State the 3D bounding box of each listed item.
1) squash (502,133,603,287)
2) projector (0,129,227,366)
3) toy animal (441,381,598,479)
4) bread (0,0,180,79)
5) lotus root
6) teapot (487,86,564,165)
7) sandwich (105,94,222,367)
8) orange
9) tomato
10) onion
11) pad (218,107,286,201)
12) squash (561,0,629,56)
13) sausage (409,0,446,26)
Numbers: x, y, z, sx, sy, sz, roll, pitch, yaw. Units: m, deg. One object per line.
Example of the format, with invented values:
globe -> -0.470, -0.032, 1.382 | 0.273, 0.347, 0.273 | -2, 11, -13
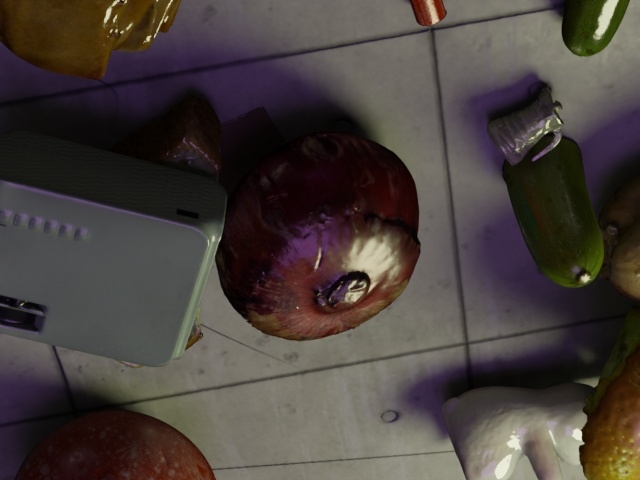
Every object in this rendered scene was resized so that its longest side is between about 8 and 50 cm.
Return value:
squash -> 0.261, -0.022, 1.957 | 0.095, 0.188, 0.095 | -4, 136, -4
projector -> -0.242, 0.010, 1.841 | 0.250, 0.108, 0.198 | 13, 124, -9
toy animal -> 0.298, 0.245, 2.246 | 0.282, 0.140, 0.138 | -6, 103, 3
bread -> -0.271, -0.306, 1.603 | 0.370, 0.192, 0.314 | 11, 131, -17
lotus root -> 0.446, -0.026, 1.999 | 0.284, 0.160, 0.146 | -17, 167, 10
teapot -> 0.233, -0.125, 1.945 | 0.083, 0.057, 0.067 | -37, 102, 15
sandwich -> -0.179, -0.001, 1.957 | 0.288, 0.100, 0.254 | -31, 119, 21
orange -> 0.436, 0.191, 2.105 | 0.196, 0.334, 0.263 | 25, 110, 17
tomato -> -0.261, 0.330, 2.181 | 0.270, 0.227, 0.270 | -22, 150, -13
onion -> 0.000, 0.000, 1.924 | 0.246, 0.190, 0.246 | -18, 137, -18
pad -> -0.123, -0.075, 1.970 | 0.187, 0.006, 0.113 | -23, 132, 12
squash -> 0.295, -0.288, 1.792 | 0.066, 0.066, 0.252 | 1, 132, -10
sausage -> 0.097, -0.278, 1.794 | 0.034, 0.034, 0.129 | -17, 133, 7
